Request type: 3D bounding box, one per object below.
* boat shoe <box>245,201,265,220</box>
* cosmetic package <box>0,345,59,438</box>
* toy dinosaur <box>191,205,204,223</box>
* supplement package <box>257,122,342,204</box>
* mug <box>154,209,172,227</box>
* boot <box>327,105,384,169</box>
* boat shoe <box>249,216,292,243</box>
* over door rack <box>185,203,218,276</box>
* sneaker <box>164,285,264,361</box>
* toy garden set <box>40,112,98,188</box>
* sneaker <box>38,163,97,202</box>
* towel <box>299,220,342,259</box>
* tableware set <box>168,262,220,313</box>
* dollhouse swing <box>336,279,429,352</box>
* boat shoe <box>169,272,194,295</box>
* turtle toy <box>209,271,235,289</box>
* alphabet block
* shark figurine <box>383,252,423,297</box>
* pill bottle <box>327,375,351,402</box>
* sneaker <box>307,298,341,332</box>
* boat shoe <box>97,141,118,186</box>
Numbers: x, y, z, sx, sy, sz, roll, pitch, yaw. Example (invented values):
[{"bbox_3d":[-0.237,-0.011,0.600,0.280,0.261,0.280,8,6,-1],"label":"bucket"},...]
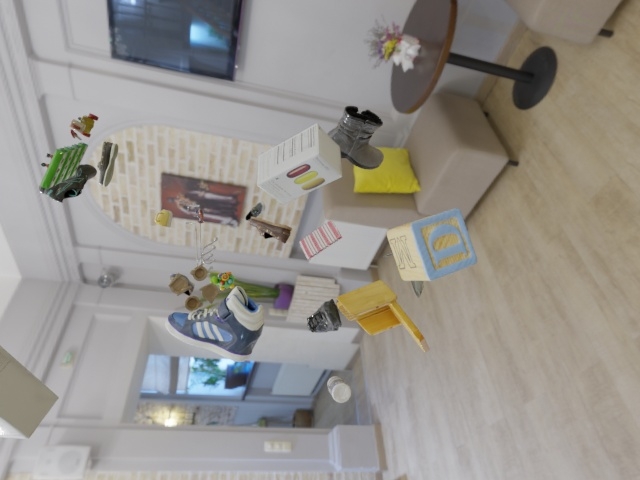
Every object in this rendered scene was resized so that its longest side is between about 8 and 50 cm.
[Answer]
[{"bbox_3d":[-0.300,-0.130,1.893,0.142,0.040,0.049,-42,70,44],"label":"boat shoe"},{"bbox_3d":[-1.054,0.448,1.284,0.156,0.218,0.384,-72,-33,-51],"label":"cosmetic package"},{"bbox_3d":[-0.525,-0.106,1.789,0.090,0.047,0.082,41,152,61],"label":"toy dinosaur"},{"bbox_3d":[-0.069,-0.243,1.342,0.244,0.139,0.133,-22,53,29],"label":"supplement package"},{"bbox_3d":[-0.644,-0.093,1.707,0.078,0.062,0.064,-146,76,-78],"label":"mug"},{"bbox_3d":[0.187,-0.416,1.698,0.223,0.338,0.118,-42,56,42],"label":"boot"},{"bbox_3d":[-0.206,-0.041,1.616,0.207,0.073,0.073,17,86,37],"label":"boat shoe"},{"bbox_3d":[-0.589,0.003,2.071,0.239,0.108,0.324,-50,56,58],"label":"over door rack"},{"bbox_3d":[-0.339,0.237,1.369,0.130,0.323,0.236,-34,-35,-75],"label":"sneaker"},{"bbox_3d":[-0.709,-0.265,1.158,0.203,0.049,0.244,-60,22,7],"label":"toy garden set"},{"bbox_3d":[-1.048,-0.237,1.755,0.101,0.106,0.267,-50,3,37],"label":"sneaker"},{"bbox_3d":[0.000,0.000,1.960,0.029,0.197,0.144,51,-173,-39],"label":"towel"},{"bbox_3d":[-0.448,0.173,1.478,0.020,0.141,0.168,6,129,57],"label":"tableware set"},{"bbox_3d":[0.291,0.402,1.916,0.347,0.315,0.304,55,-166,-57],"label":"dollhouse swing"},{"bbox_3d":[-0.673,0.217,2.013,0.183,0.066,0.066,55,-151,-56],"label":"boat shoe"},{"bbox_3d":[-0.508,0.205,2.143,0.066,0.130,0.095,102,154,-59],"label":"turtle toy"},{"bbox_3d":[0.364,0.019,1.374,0.197,0.193,0.193,159,95,-74],"label":"alphabet block"},{"bbox_3d":[0.377,0.104,1.840,0.278,0.116,0.166,-115,29,-51],"label":"shark figurine"},{"bbox_3d":[0.073,0.608,1.695,0.137,0.078,0.078,156,121,-80],"label":"pill bottle"},{"bbox_3d":[0.010,0.321,1.652,0.286,0.130,0.109,93,161,-62],"label":"sneaker"},{"bbox_3d":[-1.092,-0.389,2.100,0.081,0.069,0.227,169,114,-80],"label":"boat shoe"}]
